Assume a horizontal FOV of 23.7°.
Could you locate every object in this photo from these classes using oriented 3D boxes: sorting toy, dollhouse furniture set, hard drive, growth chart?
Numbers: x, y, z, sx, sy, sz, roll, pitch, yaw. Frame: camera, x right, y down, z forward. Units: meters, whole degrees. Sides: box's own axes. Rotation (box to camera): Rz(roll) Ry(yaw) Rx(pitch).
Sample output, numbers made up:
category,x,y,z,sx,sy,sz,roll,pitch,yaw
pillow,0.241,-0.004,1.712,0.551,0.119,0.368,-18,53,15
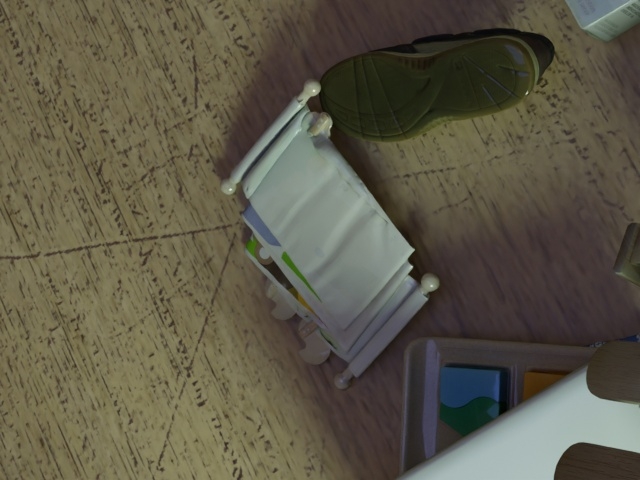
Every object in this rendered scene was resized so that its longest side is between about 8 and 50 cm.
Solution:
category,x,y,z,sx,sy,sz,roll,pitch,yaw
sorting toy,0.162,0.181,1.261,0.208,0.038,0.193,2,89,25
dollhouse furniture set,0.279,0.118,1.110,0.161,0.212,0.242,2,68,59
hard drive,0.159,0.247,1.200,0.307,0.040,0.203,-32,85,5
growth chart,0.000,0.000,1.349,0.172,0.021,0.237,-41,74,33

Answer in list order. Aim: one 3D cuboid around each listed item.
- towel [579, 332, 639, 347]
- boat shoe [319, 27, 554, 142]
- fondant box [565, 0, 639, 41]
category,x,y,z,sx,sy,sz,roll,pitch,yaw
towel,0.309,0.188,1.226,0.336,0.040,0.243,-14,84,22
boat shoe,0.099,-0.134,1.297,0.223,0.073,0.080,-7,103,42
fondant box,0.299,-0.345,1.199,0.330,0.096,0.238,-31,78,19
